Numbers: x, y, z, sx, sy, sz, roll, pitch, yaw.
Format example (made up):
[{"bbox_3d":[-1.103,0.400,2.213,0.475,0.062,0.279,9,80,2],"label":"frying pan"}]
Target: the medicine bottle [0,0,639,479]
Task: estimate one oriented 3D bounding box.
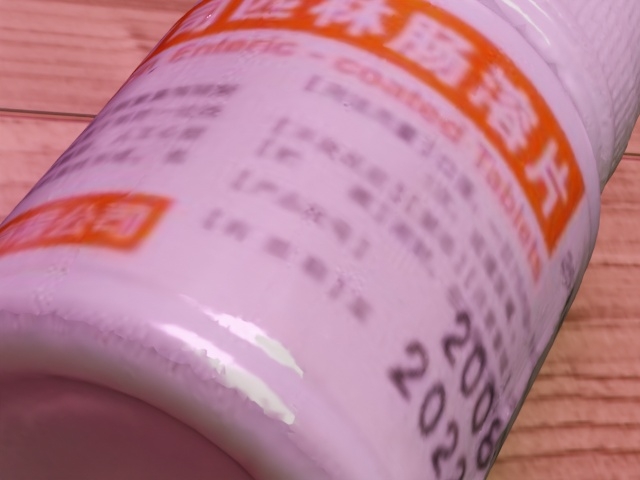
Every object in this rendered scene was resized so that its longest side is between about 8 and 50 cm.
[{"bbox_3d":[0.000,0.000,0.799,0.211,0.211,0.371,36,44,-3],"label":"medicine bottle"}]
